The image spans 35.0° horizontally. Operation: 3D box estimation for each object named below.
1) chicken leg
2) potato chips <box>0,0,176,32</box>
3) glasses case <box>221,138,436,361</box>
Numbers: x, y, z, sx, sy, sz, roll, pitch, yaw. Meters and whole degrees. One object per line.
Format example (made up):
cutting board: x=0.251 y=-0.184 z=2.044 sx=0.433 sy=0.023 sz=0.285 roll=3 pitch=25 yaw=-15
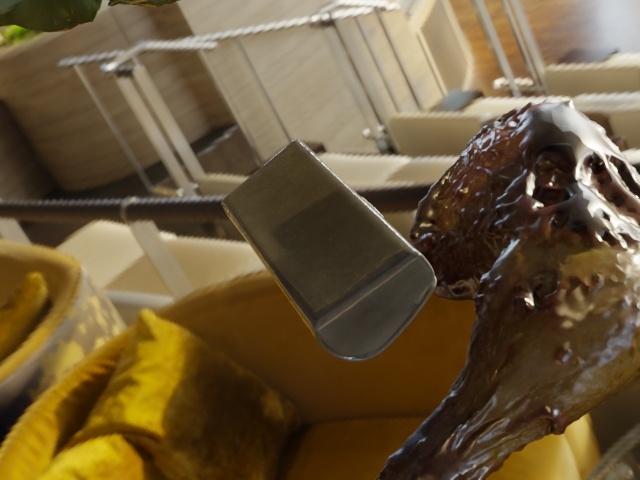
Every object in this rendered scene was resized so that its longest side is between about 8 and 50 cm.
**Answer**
chicken leg: x=0.109 y=0.021 z=0.559 sx=0.177 sy=0.083 sz=0.322 roll=-17 pitch=35 yaw=16
potato chips: x=-0.094 y=-0.266 z=0.442 sx=0.389 sy=0.373 sz=0.097 roll=-4 pitch=-4 yaw=2
glasses case: x=0.000 y=-0.001 z=0.599 sx=0.072 sy=0.042 sz=0.190 roll=-45 pitch=31 yaw=2
